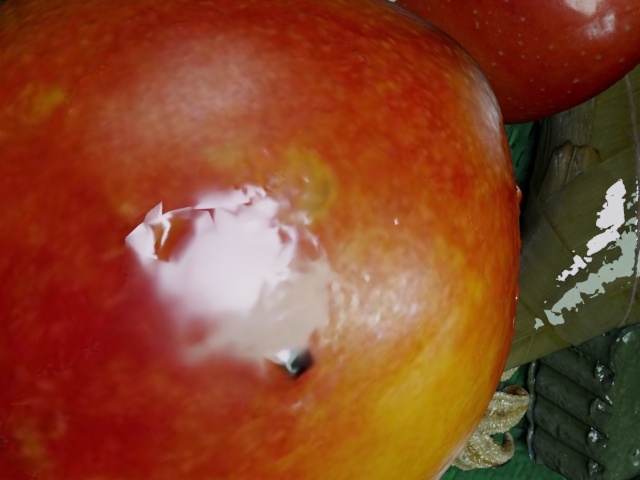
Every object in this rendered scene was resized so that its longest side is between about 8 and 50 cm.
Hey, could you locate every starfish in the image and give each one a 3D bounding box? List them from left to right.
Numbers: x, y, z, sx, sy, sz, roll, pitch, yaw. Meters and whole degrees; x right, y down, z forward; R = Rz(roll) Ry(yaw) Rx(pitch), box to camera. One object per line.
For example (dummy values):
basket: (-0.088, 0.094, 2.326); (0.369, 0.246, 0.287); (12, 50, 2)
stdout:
starfish: (0.132, 0.192, 1.164); (0.238, 0.071, 0.216); (24, 90, -34)

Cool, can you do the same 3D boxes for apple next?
apple: (0.149, -0.220, 0.870); (0.216, 0.260, 0.260); (32, 90, -23)

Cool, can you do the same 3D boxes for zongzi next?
zongzi: (0.216, -0.029, 1.066); (0.299, 0.145, 0.274); (-20, 92, -10)

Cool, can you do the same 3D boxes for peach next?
peach: (-0.064, 0.008, 0.646); (0.388, 0.388, 0.388); (-15, 119, -30)

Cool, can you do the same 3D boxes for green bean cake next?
green bean cake: (0.360, 0.138, 1.260); (0.255, 0.132, 0.241); (-22, 120, -31)
